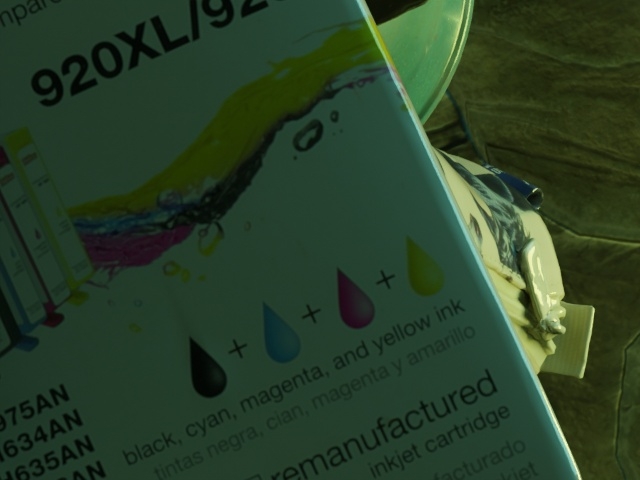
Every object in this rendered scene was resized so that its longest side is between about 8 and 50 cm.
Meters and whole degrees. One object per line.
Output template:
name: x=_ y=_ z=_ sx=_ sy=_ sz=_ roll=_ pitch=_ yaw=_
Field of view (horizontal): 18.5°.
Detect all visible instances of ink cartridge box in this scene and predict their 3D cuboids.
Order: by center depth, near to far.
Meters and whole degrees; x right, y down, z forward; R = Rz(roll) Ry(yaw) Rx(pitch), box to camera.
ink cartridge box: x=-0.048 y=-0.003 z=0.620 sx=0.168 sy=0.171 sz=0.233 roll=34 pitch=31 yaw=-88

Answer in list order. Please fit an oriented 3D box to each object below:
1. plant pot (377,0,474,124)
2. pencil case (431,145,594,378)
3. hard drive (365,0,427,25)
plant pot: x=-0.075 y=-0.163 z=1.083 sx=0.272 sy=0.271 sz=0.255 roll=66 pitch=14 yaw=11
pencil case: x=0.000 y=0.000 z=0.963 sx=0.410 sy=0.183 sz=0.160 roll=22 pitch=71 yaw=-66
hard drive: x=-0.096 y=-0.196 z=0.823 sx=0.064 sy=0.237 sz=0.339 roll=66 pitch=0 yaw=-57
